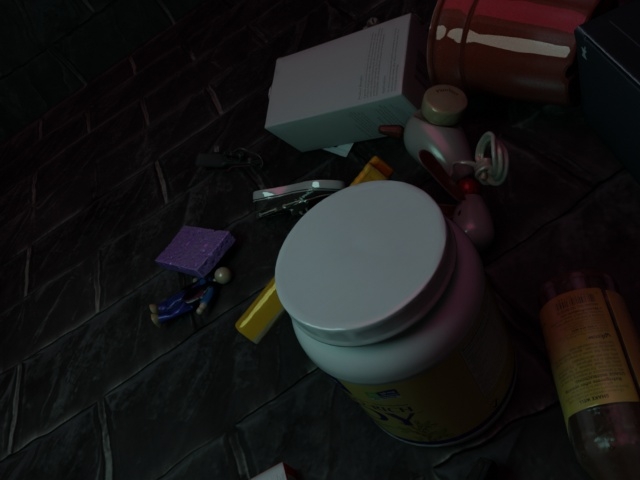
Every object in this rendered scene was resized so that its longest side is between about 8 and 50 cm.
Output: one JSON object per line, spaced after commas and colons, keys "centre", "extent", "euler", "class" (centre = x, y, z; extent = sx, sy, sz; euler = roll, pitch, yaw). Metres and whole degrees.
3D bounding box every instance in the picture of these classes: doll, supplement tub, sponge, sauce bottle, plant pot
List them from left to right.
{"centre": [-0.294, 0.022, 1.197], "extent": [0.210, 0.031, 0.117], "euler": [7, 53, 47], "class": "sponge"}
{"centre": [-0.273, 0.119, 1.115], "extent": [0.189, 0.046, 0.129], "euler": [-32, 34, -4], "class": "doll"}
{"centre": [0.109, 0.106, 0.678], "extent": [0.241, 0.331, 0.241], "euler": [-18, 46, 19], "class": "supplement tub"}
{"centre": [0.392, -0.383, 0.995], "extent": [0.265, 0.272, 0.272], "euler": [28, 71, 35], "class": "plant pot"}
{"centre": [0.342, 0.199, 0.612], "extent": [0.112, 0.111, 0.344], "euler": [-14, 47, 22], "class": "sauce bottle"}

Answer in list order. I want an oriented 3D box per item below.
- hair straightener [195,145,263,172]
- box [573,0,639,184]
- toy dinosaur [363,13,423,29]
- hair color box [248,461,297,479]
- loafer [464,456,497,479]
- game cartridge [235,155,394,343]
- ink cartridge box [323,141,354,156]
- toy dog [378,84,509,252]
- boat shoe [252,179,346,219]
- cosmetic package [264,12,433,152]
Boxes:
{"centre": [-0.244, -0.210, 1.355], "extent": [0.231, 0.089, 0.047], "euler": [9, 77, 34], "class": "hair straightener"}
{"centre": [0.635, -0.249, 0.742], "extent": [0.396, 0.212, 0.293], "euler": [-22, 45, 14], "class": "box"}
{"centre": [0.214, -0.442, 1.268], "extent": [0.160, 0.121, 0.313], "euler": [-36, 53, 25], "class": "toy dinosaur"}
{"centre": [-0.098, 0.398, 0.767], "extent": [0.141, 0.043, 0.072], "euler": [-30, 43, 5], "class": "hair color box"}
{"centre": [0.162, 0.341, 0.642], "extent": [0.061, 0.062, 0.170], "euler": [18, 63, 46], "class": "loafer"}
{"centre": [0.000, 0.000, 0.862], "extent": [0.323, 0.053, 0.285], "euler": [-53, 0, 7], "class": "game cartridge"}
{"centre": [0.071, -0.289, 1.271], "extent": [0.145, 0.045, 0.179], "euler": [28, 90, 43], "class": "ink cartridge box"}
{"centre": [0.201, -0.136, 0.944], "extent": [0.161, 0.220, 0.333], "euler": [-6, 37, -1], "class": "toy dog"}
{"centre": [-0.045, -0.087, 1.140], "extent": [0.220, 0.078, 0.070], "euler": [-8, 84, 22], "class": "boat shoe"}
{"centre": [0.065, -0.336, 1.158], "extent": [0.366, 0.155, 0.196], "euler": [-2, 73, 39], "class": "cosmetic package"}
